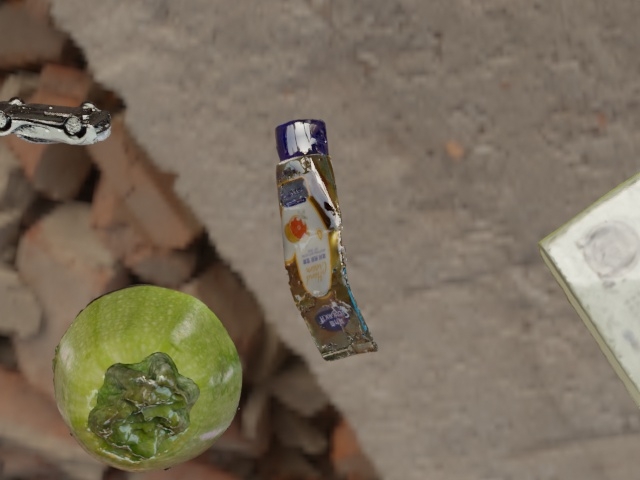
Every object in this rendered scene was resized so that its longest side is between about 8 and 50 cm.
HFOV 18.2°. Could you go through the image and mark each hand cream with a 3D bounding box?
[{"bbox_3d":[0.000,0.000,1.346,0.039,0.163,0.062,-7,173,-42],"label":"hand cream"}]

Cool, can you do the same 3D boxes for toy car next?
[{"bbox_3d":[-0.185,-0.078,1.324,0.093,0.041,0.025,5,109,13],"label":"toy car"}]

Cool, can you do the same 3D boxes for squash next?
[{"bbox_3d":[-0.094,0.083,1.018,0.105,0.132,0.105,0,98,0],"label":"squash"}]

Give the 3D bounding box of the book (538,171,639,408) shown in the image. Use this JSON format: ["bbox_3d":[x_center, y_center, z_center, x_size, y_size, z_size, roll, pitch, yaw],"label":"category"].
[{"bbox_3d":[0.371,0.003,1.533,0.352,0.035,0.239,-35,79,6],"label":"book"}]
